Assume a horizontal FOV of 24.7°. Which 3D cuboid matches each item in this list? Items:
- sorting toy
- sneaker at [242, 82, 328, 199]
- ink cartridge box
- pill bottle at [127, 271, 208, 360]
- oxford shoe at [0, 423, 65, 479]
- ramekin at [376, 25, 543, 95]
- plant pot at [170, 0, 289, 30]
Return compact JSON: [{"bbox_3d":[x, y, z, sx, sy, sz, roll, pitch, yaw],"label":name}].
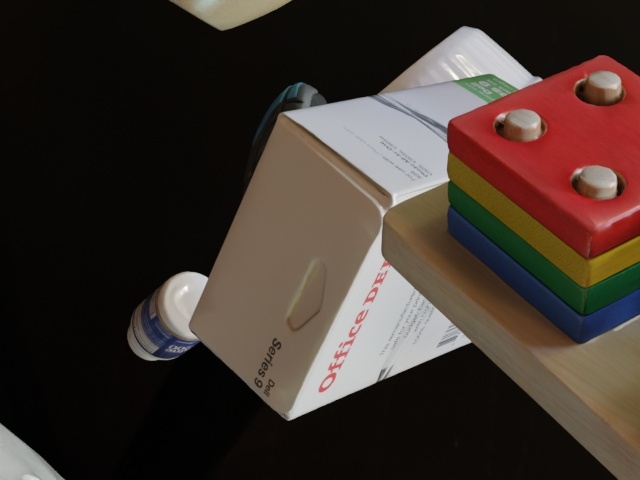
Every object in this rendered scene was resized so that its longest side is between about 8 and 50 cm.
[{"bbox_3d":[0.201,-0.007,0.611,0.255,0.257,0.089,-24,135,-24],"label":"sorting toy"},{"bbox_3d":[0.000,0.000,1.588,0.139,0.125,0.341,2,81,-26],"label":"sneaker"},{"bbox_3d":[0.059,-0.005,1.154,0.121,0.289,0.211,39,122,25],"label":"ink cartridge box"},{"bbox_3d":[-0.147,0.079,1.438,0.067,0.067,0.120,40,147,-9],"label":"pill bottle"},{"bbox_3d":[-0.171,0.091,0.506,0.130,0.169,0.449,-15,127,32],"label":"oxford shoe"},{"bbox_3d":[0.125,-0.136,1.708,0.273,0.273,0.127,-38,91,13],"label":"ramekin"},{"bbox_3d":[-0.114,-0.342,1.584,0.284,0.284,0.191,32,95,-6],"label":"plant pot"}]
